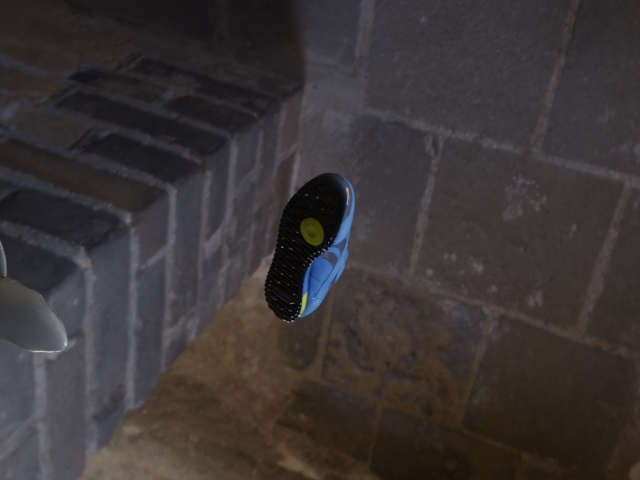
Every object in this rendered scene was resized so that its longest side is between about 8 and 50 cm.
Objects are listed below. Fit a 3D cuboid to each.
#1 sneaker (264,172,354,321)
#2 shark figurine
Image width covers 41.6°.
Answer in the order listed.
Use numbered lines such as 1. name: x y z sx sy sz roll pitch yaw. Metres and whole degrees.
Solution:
1. sneaker: 0.000 0.000 0.927 0.069 0.082 0.209 40 135 21
2. shark figurine: -0.378 0.086 0.776 0.278 0.116 0.166 -31 72 16
